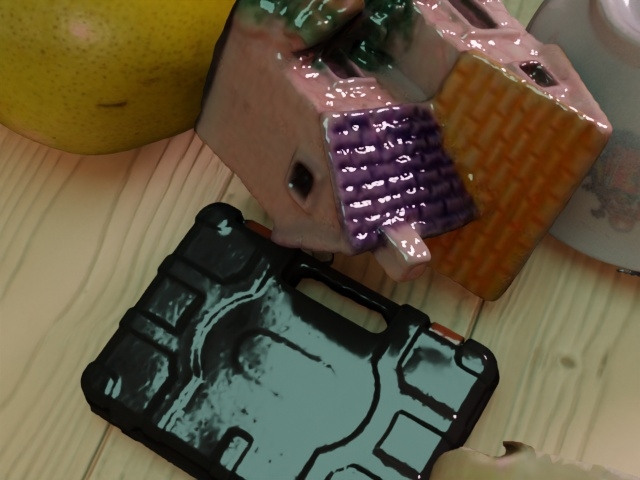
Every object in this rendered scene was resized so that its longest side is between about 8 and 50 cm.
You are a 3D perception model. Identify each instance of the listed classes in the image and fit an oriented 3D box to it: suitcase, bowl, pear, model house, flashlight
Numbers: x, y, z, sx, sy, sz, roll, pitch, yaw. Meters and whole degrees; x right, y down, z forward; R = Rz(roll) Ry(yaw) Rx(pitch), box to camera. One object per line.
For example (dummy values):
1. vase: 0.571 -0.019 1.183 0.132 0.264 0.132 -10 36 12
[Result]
1. suitcase: -0.025 0.113 0.877 0.285 0.066 0.206 29 71 16
2. bowl: 0.298 -0.153 0.890 0.345 0.157 0.345 -8 56 12
3. pear: -0.202 -0.209 0.906 0.336 0.285 0.285 -16 62 -32
4. model house: 0.073 -0.091 0.839 0.237 0.202 0.237 -11 53 -45
5. flashlight: 0.000 0.000 0.917 0.018 0.083 0.018 -1 69 4

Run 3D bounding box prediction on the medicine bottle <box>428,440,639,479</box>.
1. medicine bottle: 0.123 0.355 0.660 0.236 0.236 0.406 16 67 12
